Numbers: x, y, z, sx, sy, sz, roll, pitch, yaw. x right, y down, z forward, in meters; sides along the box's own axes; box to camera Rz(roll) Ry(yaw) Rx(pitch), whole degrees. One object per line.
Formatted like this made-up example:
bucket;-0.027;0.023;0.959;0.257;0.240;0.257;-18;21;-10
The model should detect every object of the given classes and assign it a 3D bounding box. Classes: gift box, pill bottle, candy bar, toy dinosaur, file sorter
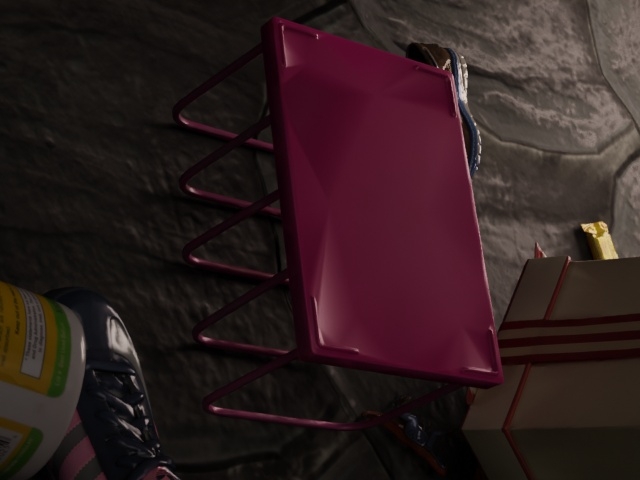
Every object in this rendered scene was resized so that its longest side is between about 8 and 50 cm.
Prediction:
gift box;0.278;0.143;1.476;0.276;0.258;0.255;63;38;-28
pill bottle;-0.294;0.070;1.070;0.246;0.136;0.136;24;54;-33
candy bar;0.322;0.054;1.750;0.040;0.018;0.161;-3;72;-41
toy dinosaur;0.085;0.182;1.461;0.090;0.047;0.082;-17;90;-13
file sorter;0.000;0.000;1.353;0.202;0.182;0.290;12;60;-38

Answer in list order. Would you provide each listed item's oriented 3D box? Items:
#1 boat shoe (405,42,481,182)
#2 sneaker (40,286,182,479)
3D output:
boat shoe;0.113;-0.123;1.617;0.066;0.066;0.183;19;47;-30
sneaker;-0.136;0.172;1.171;0.112;0.131;0.319;2;68;-43
